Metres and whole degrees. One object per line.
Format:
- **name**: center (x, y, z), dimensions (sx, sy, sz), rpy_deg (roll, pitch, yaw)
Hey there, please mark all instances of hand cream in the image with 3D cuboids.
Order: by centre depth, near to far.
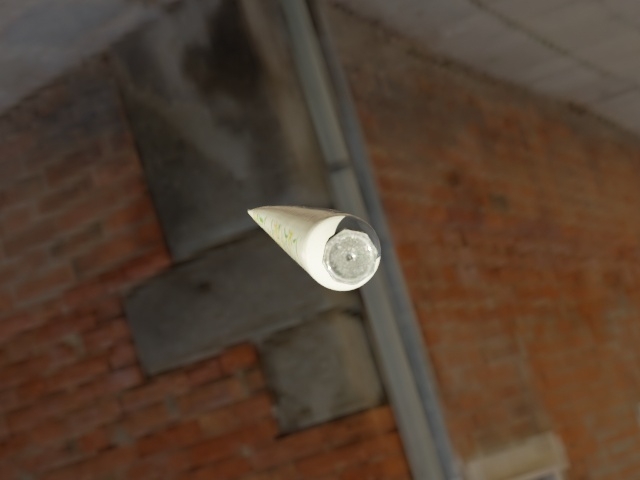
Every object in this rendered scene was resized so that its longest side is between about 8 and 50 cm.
- **hand cream**: center (0.000, 0.000, 1.053), dimensions (0.067, 0.042, 0.194), rpy_deg (9, -176, -10)
